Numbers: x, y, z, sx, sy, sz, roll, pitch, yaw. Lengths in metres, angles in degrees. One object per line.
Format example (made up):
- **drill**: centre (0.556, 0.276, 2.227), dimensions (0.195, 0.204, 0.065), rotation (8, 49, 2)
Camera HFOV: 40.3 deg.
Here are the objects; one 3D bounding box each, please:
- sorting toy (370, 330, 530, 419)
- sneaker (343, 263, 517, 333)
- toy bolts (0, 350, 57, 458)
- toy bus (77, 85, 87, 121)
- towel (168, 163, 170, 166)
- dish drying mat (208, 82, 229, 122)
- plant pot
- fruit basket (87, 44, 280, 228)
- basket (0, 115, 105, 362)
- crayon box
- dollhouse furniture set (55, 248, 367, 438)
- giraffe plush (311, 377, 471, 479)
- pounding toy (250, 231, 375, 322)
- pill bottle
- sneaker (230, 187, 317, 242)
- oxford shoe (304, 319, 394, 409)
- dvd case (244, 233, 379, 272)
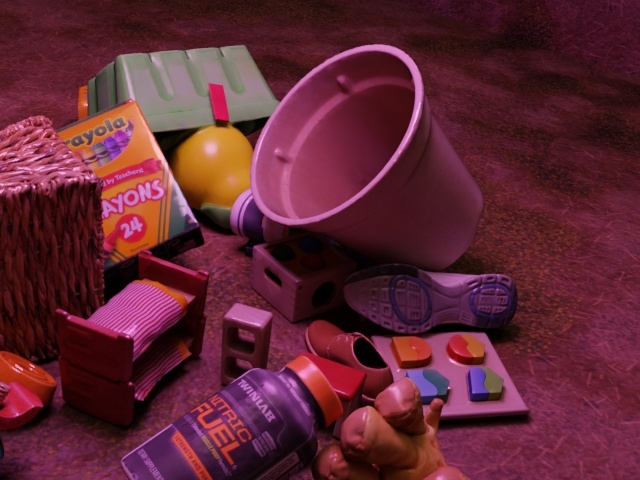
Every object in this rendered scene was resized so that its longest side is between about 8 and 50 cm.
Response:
- **sorting toy**: centre (0.192, 0.195, 1.317), dimensions (0.193, 0.038, 0.208), rotation (-1, 30, -14)
- **sneaker**: centre (0.170, 0.097, 1.432), dimensions (0.297, 0.111, 0.129), rotation (7, -2, -20)
- **toy bolts**: centre (-0.438, 0.224, 1.078), dimensions (0.218, 0.158, 0.228), rotation (36, -6, -41)
- **toy bus**: centre (-0.375, -0.285, 1.974), dimensions (0.332, 0.108, 0.130), rotation (0, 30, -13)
- **towel**: centre (-0.391, -0.129, 1.779), dimensions (0.144, 0.029, 0.197), rotation (29, 36, 29)
- **dish drying mat**: centre (-0.192, -0.260, 1.643), dimensions (0.032, 0.008, 0.083), rotation (3, 60, -32)
- **plant pot**: centre (0.107, -0.100, 1.456), dimensions (0.305, 0.334, 0.334), rotation (37, 7, -40)
- **fruit basket**: centre (-0.248, -0.185, 1.721), dimensions (0.392, 0.392, 0.283), rotation (-18, 1, -37)
- **basket**: centre (-0.446, 0.004, 1.248), dimensions (0.213, 0.299, 0.223), rotation (-16, 39, -32)
- **crayon box**: centre (-0.352, -0.096, 1.456), dimensions (0.202, 0.081, 0.318), rotation (-26, 69, -10)
- **dollhouse furniture set**: centre (-0.141, 0.165, 1.175), dimensions (0.374, 0.152, 0.201), rotation (17, 30, 16)
- **giraffe plush**: centre (0.119, 0.292, 1.040), dimensions (0.170, 0.181, 0.210), rotation (47, 12, 35)
- **pounding toy**: centre (0.019, 0.057, 1.468), dimensions (0.206, 0.094, 0.181), rotation (-16, 36, -34)
- **pill bottle**: centre (-0.094, 0.235, 1.005), dimensions (0.245, 0.130, 0.130), rotation (-34, 44, -18)
- **sneaker**: centre (-0.025, -0.087, 1.642), dimensions (0.127, 0.126, 0.321), rotation (18, 42, 27)
- **oxford shoe**: centre (0.046, 0.163, 1.302), dimensions (0.076, 0.076, 0.212), rotation (-14, 29, -29)
- **dvd case**: centre (0.000, 0.000, 1.640), dimensions (0.253, 0.022, 0.180), rotation (11, 30, 6)
